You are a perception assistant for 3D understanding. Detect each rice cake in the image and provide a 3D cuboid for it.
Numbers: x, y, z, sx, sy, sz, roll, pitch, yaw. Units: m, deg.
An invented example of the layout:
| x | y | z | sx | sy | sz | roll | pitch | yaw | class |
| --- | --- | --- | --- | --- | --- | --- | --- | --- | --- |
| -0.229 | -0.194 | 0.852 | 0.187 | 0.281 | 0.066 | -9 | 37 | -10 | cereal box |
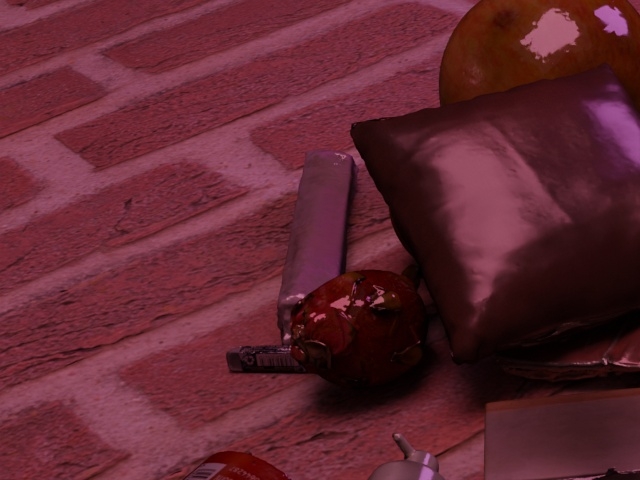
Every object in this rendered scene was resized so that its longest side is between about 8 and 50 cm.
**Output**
| x | y | z | sx | sy | sz | roll | pitch | yaw | class |
| --- | --- | --- | --- | --- | --- | --- | --- | --- | --- |
| 0.000 | -0.001 | 2.027 | 0.070 | 0.064 | 0.399 | -1 | 30 | 4 | rice cake |

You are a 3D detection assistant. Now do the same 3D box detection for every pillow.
| x | y | z | sx | sy | sz | roll | pitch | yaw | class |
| --- | --- | --- | --- | --- | --- | --- | --- | --- | --- |
| 0.295 | 0.097 | 1.770 | 0.232 | 0.043 | 0.126 | -4 | 25 | 24 | pillow |
| 0.222 | -0.040 | 1.807 | 0.307 | 0.108 | 0.305 | -14 | 57 | -13 | pillow |

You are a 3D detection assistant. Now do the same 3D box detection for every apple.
| x | y | z | sx | sy | sz | roll | pitch | yaw | class |
| --- | --- | --- | --- | --- | --- | --- | --- | --- | --- |
| 0.267 | -0.166 | 2.053 | 0.264 | 0.264 | 0.264 | -7 | 29 | 4 | apple |

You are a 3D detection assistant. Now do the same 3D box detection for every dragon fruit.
| x | y | z | sx | sy | sz | roll | pitch | yaw | class |
| --- | --- | --- | --- | --- | --- | --- | --- | --- | --- |
| 0.058 | 0.075 | 1.826 | 0.125 | 0.125 | 0.246 | -44 | -3 | 27 | dragon fruit |

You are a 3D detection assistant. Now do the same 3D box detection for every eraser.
| x | y | z | sx | sy | sz | roll | pitch | yaw | class |
| --- | --- | --- | --- | --- | --- | --- | --- | --- | --- |
| -0.048 | 0.121 | 1.859 | 0.099 | 0.027 | 0.019 | -1 | 28 | 17 | eraser |

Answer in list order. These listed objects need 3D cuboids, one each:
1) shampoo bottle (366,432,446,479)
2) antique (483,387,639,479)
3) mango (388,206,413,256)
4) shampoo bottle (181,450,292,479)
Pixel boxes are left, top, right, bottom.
| x | y | z | sx | sy | sz | roll | pitch | yaw | class |
| --- | --- | --- | --- | --- | --- | --- | --- | --- | --- |
| 0.058 | 0.263 | 1.513 | 0.085 | 0.085 | 0.262 | 1 | 29 | 18 | shampoo bottle |
| 0.217 | 0.213 | 1.494 | 0.152 | 0.147 | 0.148 | -6 | 27 | 8 | antique |
| 0.174 | -0.029 | 1.941 | 0.221 | 0.152 | 0.120 | 16 | 15 | 34 | mango |
| -0.149 | 0.293 | 1.529 | 0.118 | 0.076 | 0.314 | 15 | 37 | 35 | shampoo bottle |
